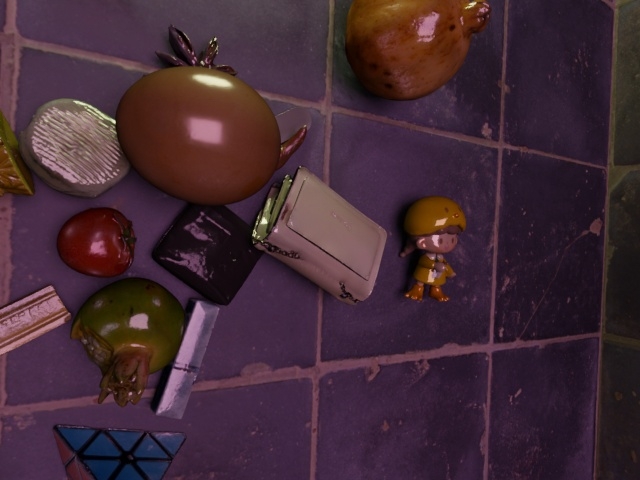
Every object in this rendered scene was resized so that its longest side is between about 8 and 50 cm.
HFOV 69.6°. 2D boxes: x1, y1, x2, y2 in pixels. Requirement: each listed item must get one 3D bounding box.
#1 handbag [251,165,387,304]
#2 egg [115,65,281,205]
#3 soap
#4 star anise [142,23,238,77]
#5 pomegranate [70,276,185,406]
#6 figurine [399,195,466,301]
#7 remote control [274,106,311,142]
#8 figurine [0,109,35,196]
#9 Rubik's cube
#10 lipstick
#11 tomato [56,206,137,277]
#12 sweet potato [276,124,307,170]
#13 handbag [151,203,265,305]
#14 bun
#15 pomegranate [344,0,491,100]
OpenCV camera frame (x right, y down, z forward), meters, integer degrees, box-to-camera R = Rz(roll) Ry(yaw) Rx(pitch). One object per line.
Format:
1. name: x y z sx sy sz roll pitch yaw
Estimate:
1. handbag: 0.000 0.000 1.286 0.358 0.160 0.237 35 52 -27
2. egg: -0.261 -0.230 1.034 0.373 0.301 0.301 7 88 -52
3. soap: -0.672 0.191 0.973 0.252 0.037 0.092 -30 107 -28
4. star anise: -0.318 -0.419 1.145 0.236 0.093 0.229 -27 110 -24
5. pomegranate: -0.403 0.216 0.990 0.235 0.302 0.236 -10 121 -18
6. figurine: 0.366 0.024 1.519 0.215 0.187 0.344 4 95 -40
7. remote control: -0.127 -0.309 1.298 0.245 0.022 0.077 -31 108 -26
8. figurine: -0.750 -0.128 0.872 0.315 0.168 0.187 -22 113 -20
9. Rubik's cube: -0.463 0.547 1.047 0.228 0.233 0.229 -10 54 5
10. lipstick: -0.336 0.288 1.155 0.076 0.077 0.290 24 78 -28
11. tomato: -0.493 0.010 1.016 0.167 0.167 0.167 -1 92 -31
12. sweet potato: -0.135 -0.225 1.268 0.255 0.058 0.078 -37 154 -15
13. handbag: -0.272 0.024 1.185 0.247 0.080 0.223 42 71 -26
14. bun: -0.529 -0.193 1.010 0.221 0.108 0.221 6 79 -35
15. pomegranate: 0.275 -0.591 1.308 0.410 0.410 0.410 -1 92 -31
